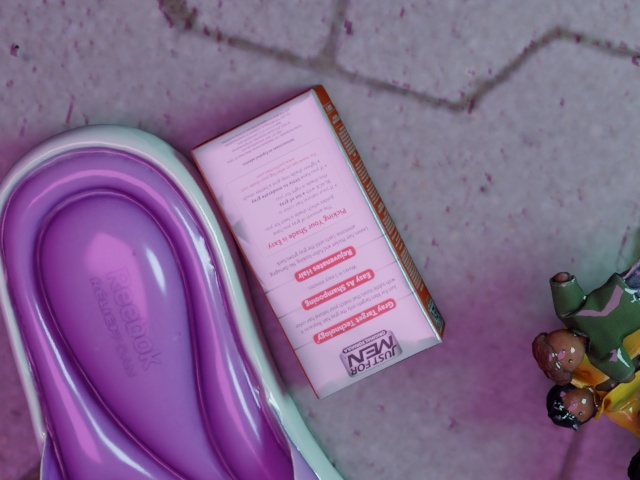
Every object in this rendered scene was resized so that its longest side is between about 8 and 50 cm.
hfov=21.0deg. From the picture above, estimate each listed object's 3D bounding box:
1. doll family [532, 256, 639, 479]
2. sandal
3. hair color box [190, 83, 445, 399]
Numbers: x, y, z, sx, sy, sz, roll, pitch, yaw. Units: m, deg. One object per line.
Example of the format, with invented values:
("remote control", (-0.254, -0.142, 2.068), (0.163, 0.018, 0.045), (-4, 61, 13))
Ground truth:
("doll family", (0.171, 0.086, 0.848), (0.111, 0.076, 0.193), (-36, 97, 6))
("sandal", (-0.065, 0.146, 0.866), (0.169, 0.102, 0.416), (-25, 96, 10))
("hair color box", (0.000, 0.000, 0.866), (0.072, 0.043, 0.141), (-26, 95, 9))
